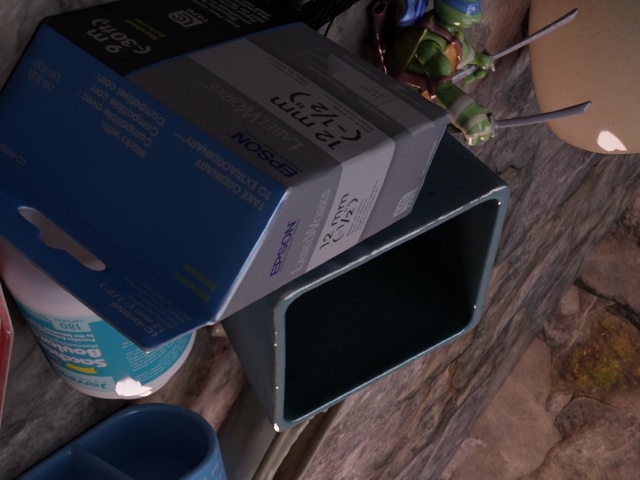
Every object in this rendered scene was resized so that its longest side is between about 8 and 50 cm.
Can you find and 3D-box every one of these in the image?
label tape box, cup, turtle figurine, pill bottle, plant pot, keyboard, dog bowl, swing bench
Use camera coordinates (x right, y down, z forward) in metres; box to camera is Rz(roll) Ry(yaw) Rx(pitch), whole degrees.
[{"bbox_3d":[-0.095,-0.078,1.002,0.347,0.249,0.115,-26,145,-52],"label":"label tape box"},{"bbox_3d":[0.414,-0.316,1.736,0.331,0.331,0.237,-48,132,-18],"label":"cup"},{"bbox_3d":[0.155,-0.147,1.476,0.274,0.198,0.266,11,133,-33],"label":"turtle figurine"},{"bbox_3d":[-0.188,0.047,1.138,0.146,0.146,0.264,-47,157,-21],"label":"pill bottle"},{"bbox_3d":[-0.001,-0.016,1.267,0.248,0.252,0.247,-26,149,-19],"label":"plant pot"},{"bbox_3d":[0.018,-0.214,1.215,0.192,0.038,0.100,-30,176,37],"label":"keyboard"},{"bbox_3d":[-0.223,0.274,1.404,0.297,0.166,0.074,-32,137,-46],"label":"dog bowl"},{"bbox_3d":[-0.076,0.232,1.641,0.253,0.165,0.254,-61,159,15],"label":"swing bench"}]

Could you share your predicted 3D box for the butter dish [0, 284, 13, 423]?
[{"bbox_3d":[-0.307,0.083,0.993,0.160,0.118,0.160,92,-2,-53],"label":"butter dish"}]
